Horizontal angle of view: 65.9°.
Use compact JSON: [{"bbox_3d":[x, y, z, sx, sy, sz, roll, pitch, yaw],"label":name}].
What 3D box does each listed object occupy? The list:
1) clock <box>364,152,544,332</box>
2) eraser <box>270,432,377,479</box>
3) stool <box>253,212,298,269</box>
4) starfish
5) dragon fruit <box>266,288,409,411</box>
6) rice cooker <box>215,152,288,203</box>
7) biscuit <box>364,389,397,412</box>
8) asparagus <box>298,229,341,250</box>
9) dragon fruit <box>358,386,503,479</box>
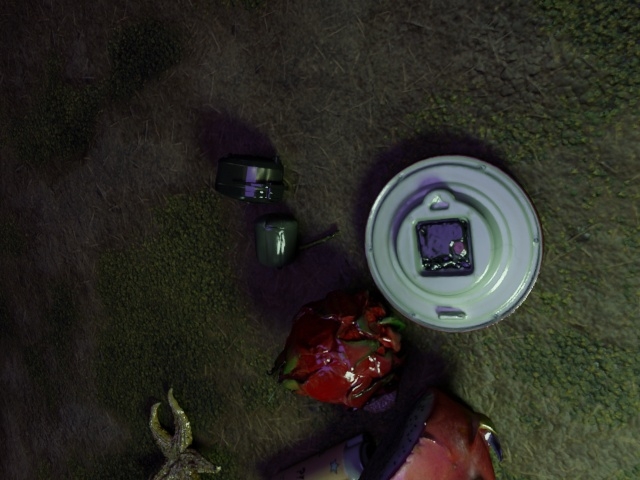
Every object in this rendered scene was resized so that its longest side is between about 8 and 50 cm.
[{"bbox_3d":[0.223,0.007,0.874,0.318,0.080,0.319,5,100,30],"label":"clock"},{"bbox_3d":[0.024,0.550,1.065,0.290,0.087,0.171,-38,80,29],"label":"eraser"},{"bbox_3d":[-0.095,-0.001,1.050,0.096,0.096,0.111,9,107,29],"label":"stool"},{"bbox_3d":[-0.358,0.565,1.301,0.302,0.060,0.300,24,102,31],"label":"starfish"},{"bbox_3d":[0.024,0.223,0.931,0.293,0.233,0.234,-41,76,10],"label":"dragon fruit"},{"bbox_3d":[-0.149,-0.131,1.050,0.165,0.112,0.107,3,93,29],"label":"rice cooker"},{"bbox_3d":[0.104,0.299,1.021,0.120,0.015,0.120,5,100,30],"label":"biscuit"},{"bbox_3d":[0.000,0.000,1.038,0.114,0.015,0.014,-23,84,31],"label":"asparagus"},{"bbox_3d":[0.190,0.408,0.839,0.189,0.290,0.291,35,113,12],"label":"dragon fruit"}]
